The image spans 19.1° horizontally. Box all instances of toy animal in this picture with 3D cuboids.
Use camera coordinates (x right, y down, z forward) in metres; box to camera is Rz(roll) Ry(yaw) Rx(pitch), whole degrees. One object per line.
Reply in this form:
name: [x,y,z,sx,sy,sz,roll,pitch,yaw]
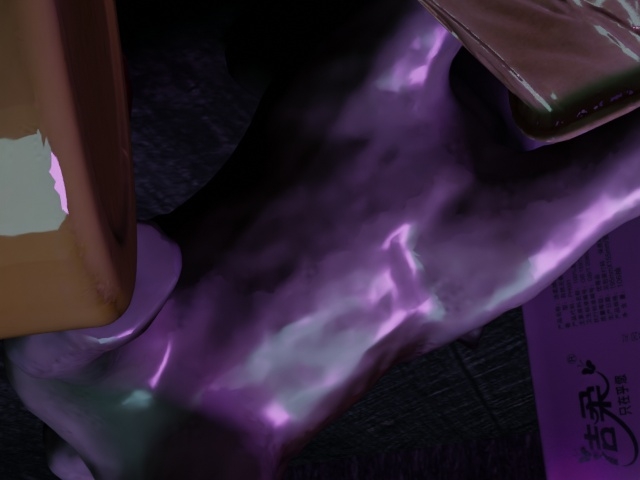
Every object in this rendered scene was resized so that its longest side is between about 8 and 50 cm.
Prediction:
toy animal: [0.000,0.000,0.864,0.344,0.194,0.303,-42,-176,-12]

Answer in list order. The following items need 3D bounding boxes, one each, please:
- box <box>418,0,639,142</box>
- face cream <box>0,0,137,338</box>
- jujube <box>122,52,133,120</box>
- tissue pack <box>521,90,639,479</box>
box: [0.088,-0.119,0.590,0.111,0.177,0.111,9,154,5]
face cream: [-0.156,-0.071,0.535,0.179,0.218,0.218,-8,166,-1]
jujube: [-0.139,-0.062,0.819,0.109,0.112,0.176,37,159,3]
tissue pack: [0.183,0.021,1.028,0.149,0.246,0.092,-11,168,20]
